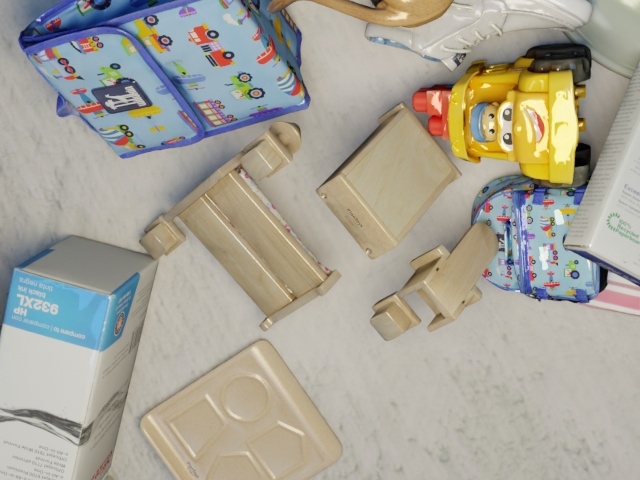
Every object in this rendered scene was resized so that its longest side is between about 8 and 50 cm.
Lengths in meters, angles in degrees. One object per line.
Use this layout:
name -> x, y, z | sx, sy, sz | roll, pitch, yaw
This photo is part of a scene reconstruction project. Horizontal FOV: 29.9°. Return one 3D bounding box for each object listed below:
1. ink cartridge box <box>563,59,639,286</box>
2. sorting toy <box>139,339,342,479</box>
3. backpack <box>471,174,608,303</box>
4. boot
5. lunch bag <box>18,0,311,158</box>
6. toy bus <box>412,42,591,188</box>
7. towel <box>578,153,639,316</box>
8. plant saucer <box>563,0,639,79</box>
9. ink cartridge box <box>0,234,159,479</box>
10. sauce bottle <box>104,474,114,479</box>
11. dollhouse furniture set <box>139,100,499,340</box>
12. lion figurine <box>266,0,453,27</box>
ink cartridge box -> 0.481, -0.074, 1.398 | 0.324, 0.071, 0.330 | 26, 83, -19
sorting toy -> -0.105, 0.259, 1.595 | 0.208, 0.038, 0.193 | -34, 96, 6
backpack -> 0.258, -0.004, 1.459 | 0.173, 0.117, 0.158 | 4, 102, 23
boot -> 0.182, -0.255, 1.423 | 0.258, 0.095, 0.123 | 17, 89, 17
lunch bag -> -0.193, -0.218, 1.423 | 0.293, 0.138, 0.221 | -20, 142, 17
toy bus -> 0.210, -0.148, 1.400 | 0.211, 0.220, 0.150 | 2, 106, 11
towel -> 0.394, -0.002, 1.505 | 0.144, 0.029, 0.197 | 14, 104, 3
plant saucer -> 0.443, -0.375, 1.391 | 0.400, 0.100, 0.401 | 1, 100, 5
ink cartridge box -> -0.317, 0.171, 1.497 | 0.129, 0.223, 0.308 | 15, 102, 3
sauce bottle -> -0.329, 0.367, 1.629 | 0.042, 0.042, 0.128 | 42, 100, -4
dollhouse furniture set -> 0.000, 0.000, 1.493 | 0.303, 0.174, 0.355 | 50, 136, -7
lion figurine -> 0.144, -0.341, 1.342 | 0.240, 0.142, 0.392 | 42, 89, 22
